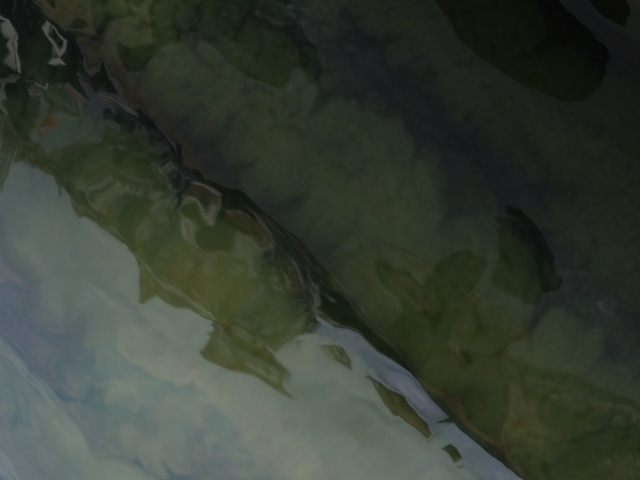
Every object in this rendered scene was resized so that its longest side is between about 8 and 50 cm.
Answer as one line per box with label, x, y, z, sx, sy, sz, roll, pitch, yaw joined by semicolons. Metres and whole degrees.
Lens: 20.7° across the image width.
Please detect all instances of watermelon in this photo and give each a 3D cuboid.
watermelon;0.000;0.000;0.530;0.359;0.279;0.279;44;-167;-3
